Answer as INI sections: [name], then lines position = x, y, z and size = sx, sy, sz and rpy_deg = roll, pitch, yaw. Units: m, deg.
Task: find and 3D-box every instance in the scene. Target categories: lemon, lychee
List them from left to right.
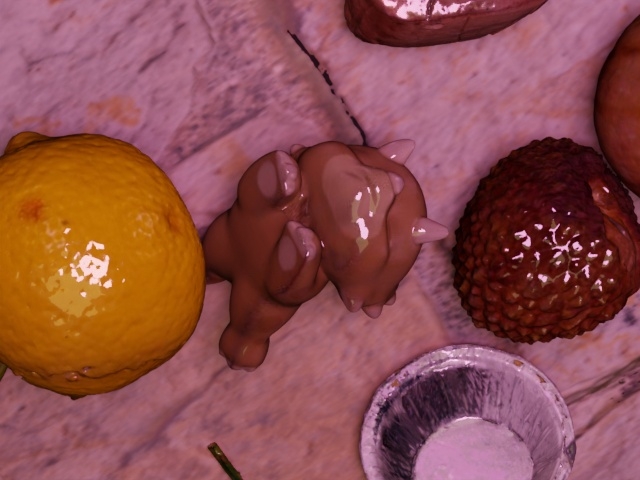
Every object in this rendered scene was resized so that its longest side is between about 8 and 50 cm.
[lemon]
position = -0.225, 0.017, 0.968
size = 0.228, 0.228, 0.253
rpy_deg = -25, 100, 9
[lychee]
position = 0.209, 0.009, 0.994
size = 0.188, 0.188, 0.188
rpy_deg = 0, 110, 0

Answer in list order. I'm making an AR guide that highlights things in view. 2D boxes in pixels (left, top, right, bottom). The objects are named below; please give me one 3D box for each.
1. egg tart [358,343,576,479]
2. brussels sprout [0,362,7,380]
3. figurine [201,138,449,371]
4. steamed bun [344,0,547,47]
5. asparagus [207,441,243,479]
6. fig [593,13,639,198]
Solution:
[egg tart]
position = 0.156, 0.223, 1.114
size = 0.234, 0.094, 0.234
rpy_deg = 1, 109, 2
[brussels sprout]
position = -0.409, 0.099, 1.045
size = 0.223, 0.161, 0.223
rpy_deg = -10, 120, -19
[figurine]
position = 0.003, 0.001, 1.001
size = 0.173, 0.177, 0.247
rpy_deg = -5, 140, -35
[steamed bun]
position = 0.110, -0.229, 0.921
size = 0.175, 0.145, 0.106
rpy_deg = -12, 91, -8
[asparagus]
position = -0.074, 0.289, 1.180
size = 0.016, 0.016, 0.163
rpy_deg = -40, 105, -6
[fig]
position = 0.368, -0.119, 0.931
size = 0.235, 0.214, 0.235
rpy_deg = -3, 96, -29
